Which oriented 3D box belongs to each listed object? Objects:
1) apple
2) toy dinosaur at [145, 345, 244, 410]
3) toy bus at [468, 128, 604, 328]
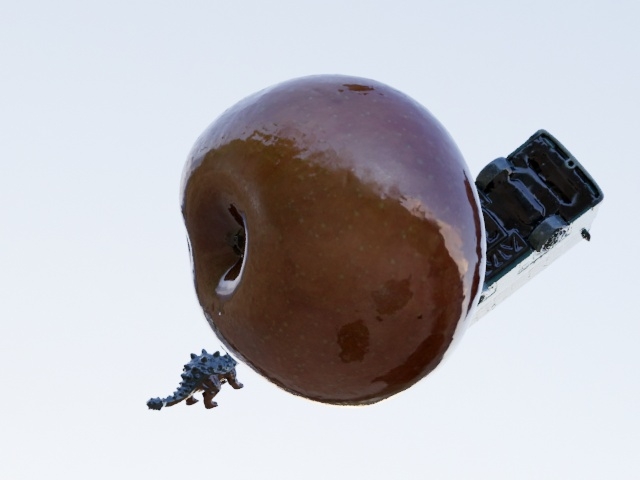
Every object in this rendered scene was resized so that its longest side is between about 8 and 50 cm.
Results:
[{"bbox_3d":[0.000,0.000,1.026,0.162,0.201,0.201,5,-17,-29],"label":"apple"},{"bbox_3d":[-0.123,0.145,1.805,0.049,0.154,0.055,9,-62,43],"label":"toy dinosaur"},{"bbox_3d":[0.198,0.001,2.008,0.128,0.256,0.147,50,-9,18],"label":"toy bus"}]
